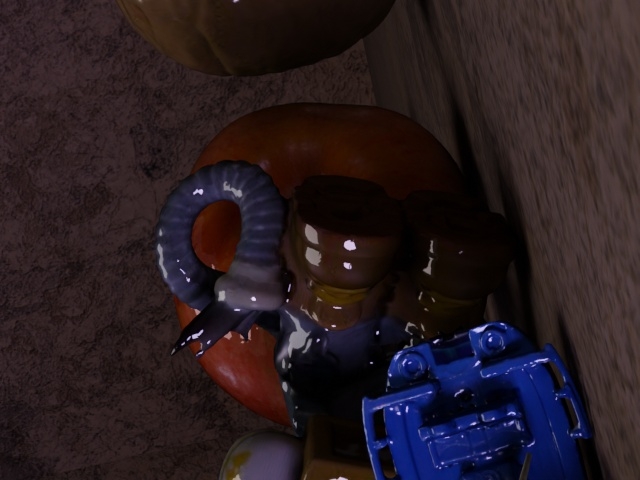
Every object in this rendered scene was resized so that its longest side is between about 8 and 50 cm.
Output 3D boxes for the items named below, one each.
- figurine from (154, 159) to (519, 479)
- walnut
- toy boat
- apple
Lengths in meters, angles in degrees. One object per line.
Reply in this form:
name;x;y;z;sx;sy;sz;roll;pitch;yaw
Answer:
figurine;0.016;0.169;0.698;0.186;0.261;0.381;-66;-14;-70
walnut;-0.047;-0.222;0.915;0.228;0.228;0.228;-13;-90;-88
toy boat;0.069;0.120;0.528;0.110;0.091;0.175;-2;-105;-75
apple;0.006;0.010;0.848;0.164;0.209;0.209;63;-167;-53
